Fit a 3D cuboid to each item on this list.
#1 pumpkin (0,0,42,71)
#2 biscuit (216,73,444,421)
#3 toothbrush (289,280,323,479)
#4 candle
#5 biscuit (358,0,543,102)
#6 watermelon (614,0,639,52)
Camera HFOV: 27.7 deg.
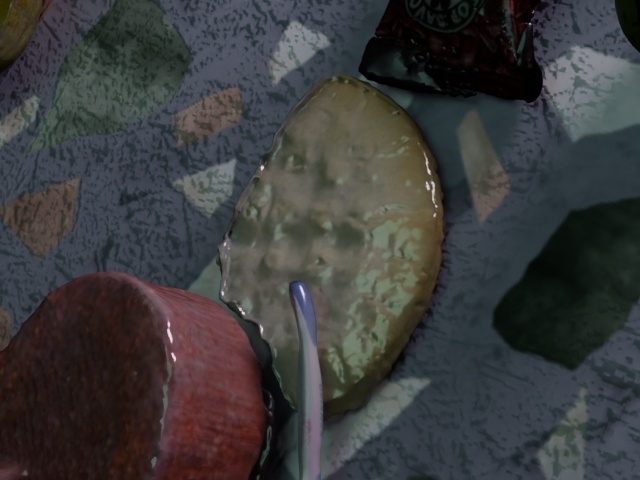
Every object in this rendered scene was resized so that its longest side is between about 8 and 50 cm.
[{"bbox_3d":[-0.325,-0.236,1.219,0.217,0.110,0.217,-6,79,29],"label":"pumpkin"},{"bbox_3d":[0.000,0.000,0.923,0.188,0.040,0.265,-13,63,27],"label":"biscuit"},{"bbox_3d":[-0.011,0.158,0.844,0.027,0.021,0.269,-4,78,13],"label":"toothbrush"},{"bbox_3d":[-0.187,0.182,0.901,0.317,0.131,0.287,-25,63,31],"label":"candle"},{"bbox_3d":[0.125,-0.209,0.916,0.151,0.063,0.235,19,85,50],"label":"biscuit"},{"bbox_3d":[0.227,-0.149,0.797,0.109,0.109,0.109,-14,62,29],"label":"watermelon"}]
